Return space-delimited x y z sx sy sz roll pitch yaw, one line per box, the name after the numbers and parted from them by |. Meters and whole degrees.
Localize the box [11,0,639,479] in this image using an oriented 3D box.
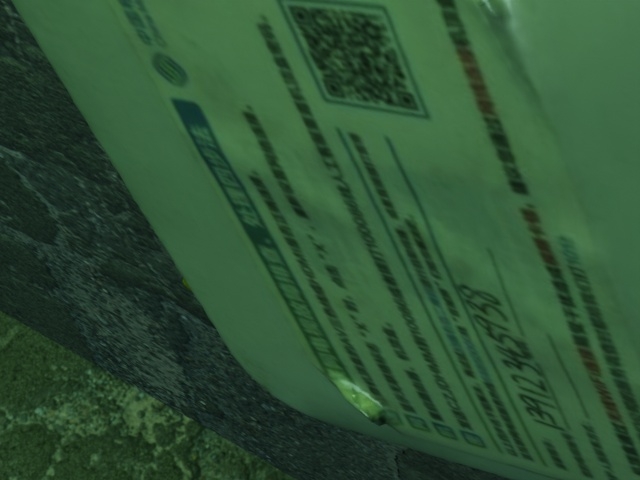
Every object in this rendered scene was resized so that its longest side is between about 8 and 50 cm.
0.061 -0.038 0.729 0.396 0.111 0.396 12 143 38 | box

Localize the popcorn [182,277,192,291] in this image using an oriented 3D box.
-0.004 -0.007 1.247 0.235 0.181 0.217 14 153 32 | popcorn
